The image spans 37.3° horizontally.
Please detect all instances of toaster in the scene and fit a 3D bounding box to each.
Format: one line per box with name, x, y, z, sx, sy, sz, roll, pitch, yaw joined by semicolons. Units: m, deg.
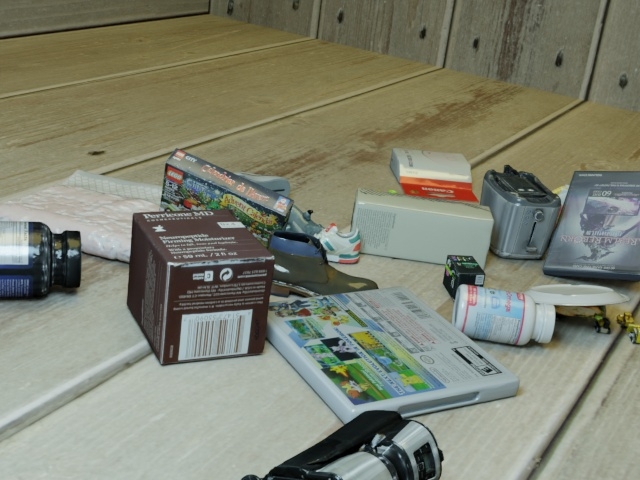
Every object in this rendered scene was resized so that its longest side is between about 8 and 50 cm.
toaster;0.405;-0.056;1.986;0.129;0.147;0.227;2;23;-15

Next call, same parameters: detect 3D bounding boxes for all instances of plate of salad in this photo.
plate of salad;0.443;0.109;1.675;0.199;0.048;0.200;-2;4;0

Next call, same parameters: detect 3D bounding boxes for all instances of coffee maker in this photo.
coffee maker;0.027;0.268;1.100;0.171;0.120;0.178;22;25;33

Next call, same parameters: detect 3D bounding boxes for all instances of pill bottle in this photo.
pill bottle;0.304;0.127;1.581;0.160;0.087;0.087;8;22;1
pill bottle;-0.495;0.030;1.508;0.219;0.123;0.123;1;23;-18

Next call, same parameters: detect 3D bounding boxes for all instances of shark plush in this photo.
shark plush;-0.032;-0.033;1.890;0.073;0.067;0.161;-11;29;-39

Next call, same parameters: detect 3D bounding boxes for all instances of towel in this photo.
towel;-0.410;-0.052;1.836;0.331;0.053;0.317;13;23;14

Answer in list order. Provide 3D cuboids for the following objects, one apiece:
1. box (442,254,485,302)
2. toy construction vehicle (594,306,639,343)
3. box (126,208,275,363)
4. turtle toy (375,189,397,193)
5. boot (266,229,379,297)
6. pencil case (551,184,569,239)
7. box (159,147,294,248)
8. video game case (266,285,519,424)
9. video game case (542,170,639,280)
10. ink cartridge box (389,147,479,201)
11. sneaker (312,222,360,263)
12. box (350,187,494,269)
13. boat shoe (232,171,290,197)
box;0.263;0.070;1.741;0.052;0.062;0.083;2;22;-11
toy construction vehicle;0.533;0.144;1.685;0.085;0.035;0.098;9;22;4
box;-0.190;0.065;1.461;0.168;0.167;0.203;-4;24;-26
turtle toy;0.148;-0.064;1.990;0.095;0.130;0.066;14;67;23
boot;0.001;0.047;1.652;0.219;0.106;0.082;6;22;-4
pencil case;0.582;-0.019;1.989;0.273;0.124;0.113;35;-5;46
box;-0.174;-0.055;1.707;0.233;0.159;0.044;24;50;5
video game case;0.092;0.169;1.479;0.299;0.036;0.329;-5;26;-29
video game case;0.575;-0.036;1.906;0.196;0.026;0.274;3;49;32
ink cartridge box;0.283;-0.166;2.344;0.189;0.066;0.232;5;18;-8
sneaker;0.000;0.000;1.808;0.161;0.075;0.057;3;22;-11
box;0.198;-0.024;1.891;0.275;0.113;0.094;9;21;0
boat shoe;-0.167;-0.104;2.030;0.075;0.083;0.226;12;8;42
